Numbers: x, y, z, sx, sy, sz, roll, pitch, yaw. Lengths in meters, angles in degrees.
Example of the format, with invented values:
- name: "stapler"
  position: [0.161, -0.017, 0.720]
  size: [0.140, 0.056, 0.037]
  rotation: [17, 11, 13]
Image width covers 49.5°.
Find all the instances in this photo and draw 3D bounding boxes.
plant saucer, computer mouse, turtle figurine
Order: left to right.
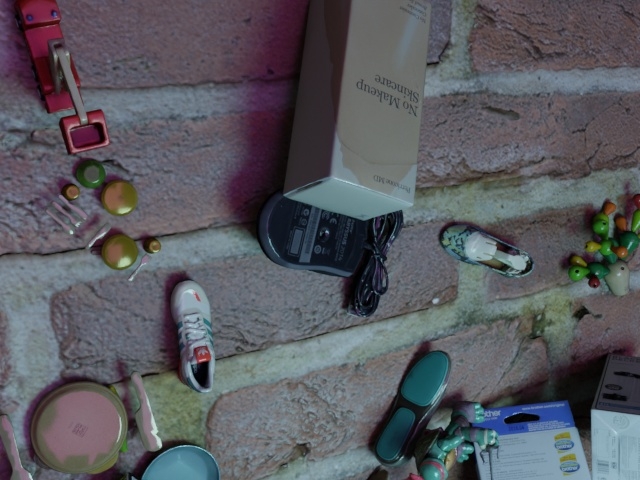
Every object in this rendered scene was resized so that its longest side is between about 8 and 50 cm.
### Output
- name: "plant saucer"
  position: [-0.205, 0.351, 1.004]
  size: [0.120, 0.021, 0.119]
  rotation: [-3, 98, -26]
- name: "computer mouse"
  position: [0.000, 0.000, 1.044]
  size: [0.272, 0.072, 0.188]
  rotation: [21, 85, -40]
- name: "turtle figurine"
  position: [0.209, 0.349, 1.112]
  size: [0.118, 0.234, 0.175]
  rotation: [36, 110, 11]

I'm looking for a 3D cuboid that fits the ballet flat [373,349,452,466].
- name: "ballet flat"
  position: [0.160, 0.283, 1.169]
  size: [0.213, 0.072, 0.068]
  rotation: [-59, 144, -8]

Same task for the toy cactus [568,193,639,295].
- name: "toy cactus"
  position: [0.568, 0.029, 1.329]
  size: [0.219, 0.112, 0.180]
  rotation: [-44, 124, -25]

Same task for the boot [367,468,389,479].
- name: "boot"
  position: [0.097, 0.454, 1.168]
  size: [0.118, 0.042, 0.087]
  rotation: [-51, 122, -12]

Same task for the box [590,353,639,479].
- name: "box"
  position: [0.562, 0.335, 1.279]
  size: [0.290, 0.087, 0.169]
  rotation: [-20, 108, -61]

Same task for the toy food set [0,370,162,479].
- name: "toy food set"
  position: [-0.321, 0.252, 0.928]
  size: [0.192, 0.038, 0.132]
  rotation: [-15, 96, -20]

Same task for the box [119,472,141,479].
- name: "box"
  position: [-0.232, 0.423, 0.972]
  size: [0.114, 0.036, 0.207]
  rotation: [-43, 115, 5]

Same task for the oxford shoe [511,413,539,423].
- name: "oxford shoe"
  position: [0.436, 0.408, 1.303]
  size: [0.083, 0.096, 0.227]
  rotation: [-45, 112, -14]

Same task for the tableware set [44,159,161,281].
- name: "tableware set"
  position: [-0.277, -0.028, 0.919]
  size: [0.154, 0.024, 0.104]
  rotation: [44, 73, -24]

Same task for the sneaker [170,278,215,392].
- name: "sneaker"
  position: [-0.169, 0.136, 0.964]
  size: [0.057, 0.075, 0.161]
  rotation: [-7, 100, -27]

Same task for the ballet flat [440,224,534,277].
- name: "ballet flat"
  position: [0.295, 0.019, 1.197]
  size: [0.189, 0.070, 0.070]
  rotation: [17, 89, -28]

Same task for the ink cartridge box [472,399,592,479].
- name: "ink cartridge box"
  position: [0.371, 0.440, 1.189]
  size: [0.186, 0.065, 0.310]
  rotation: [-8, 62, 4]

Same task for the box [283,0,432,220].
- name: "box"
  position: [0.054, -0.198, 0.966]
  size: [0.148, 0.121, 0.310]
  rotation: [14, 74, -31]

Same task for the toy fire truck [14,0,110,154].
- name: "toy fire truck"
  position: [-0.307, -0.199, 0.815]
  size: [0.047, 0.135, 0.191]
  rotation: [-19, 105, -24]
